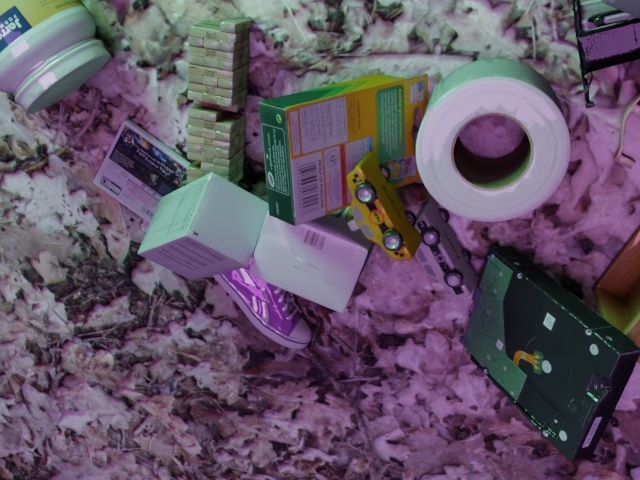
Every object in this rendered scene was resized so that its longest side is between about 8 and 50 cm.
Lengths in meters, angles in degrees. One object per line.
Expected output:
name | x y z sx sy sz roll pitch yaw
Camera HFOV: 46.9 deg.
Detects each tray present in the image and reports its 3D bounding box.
tray | 0.612 -0.009 1.218 0.076 0.202 0.410 26 119 -4

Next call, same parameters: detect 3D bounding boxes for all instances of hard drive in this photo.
hard drive | 0.394 0.192 1.329 0.064 0.339 0.236 -4 120 -28

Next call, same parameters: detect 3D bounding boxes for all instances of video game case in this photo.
video game case | -0.366 -0.133 1.553 0.190 0.022 0.173 36 119 -1

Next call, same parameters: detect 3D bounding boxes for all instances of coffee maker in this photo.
coffee maker | 0.501 -0.321 1.170 0.178 0.120 0.171 -7 128 21

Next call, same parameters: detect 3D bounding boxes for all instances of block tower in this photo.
block tower | -0.196 -0.254 1.408 0.097 0.091 0.335 13 116 10

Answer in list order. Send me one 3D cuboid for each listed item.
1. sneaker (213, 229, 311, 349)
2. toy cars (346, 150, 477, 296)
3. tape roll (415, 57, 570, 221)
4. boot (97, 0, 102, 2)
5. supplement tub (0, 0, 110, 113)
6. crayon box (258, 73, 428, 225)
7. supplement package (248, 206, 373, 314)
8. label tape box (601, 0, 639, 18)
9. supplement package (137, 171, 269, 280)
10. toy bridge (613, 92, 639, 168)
sneaker | -0.092 0.094 1.535 0.282 0.102 0.161 46 115 -7
toy cars | 0.155 -0.013 1.333 0.087 0.176 0.394 -23 146 31
tape roll | 0.290 -0.173 1.252 0.246 0.169 0.246 5 115 10
boot | -0.399 -0.587 1.314 0.229 0.091 0.262 -21 108 23
supplement tub | -0.565 -0.418 1.363 0.228 0.228 0.316 -32 102 26
crayon box | 0.050 -0.171 1.300 0.083 0.323 0.203 24 125 46
supplement package | 0.000 0.000 1.404 0.194 0.203 0.149 23 118 4
label tape box | 0.613 -0.393 1.030 0.348 0.115 0.249 25 83 6
supplement package | -0.228 -0.020 1.419 0.134 0.138 0.244 29 157 -27
toy bridge | 0.550 -0.214 1.244 0.063 0.026 0.188 29 118 3
